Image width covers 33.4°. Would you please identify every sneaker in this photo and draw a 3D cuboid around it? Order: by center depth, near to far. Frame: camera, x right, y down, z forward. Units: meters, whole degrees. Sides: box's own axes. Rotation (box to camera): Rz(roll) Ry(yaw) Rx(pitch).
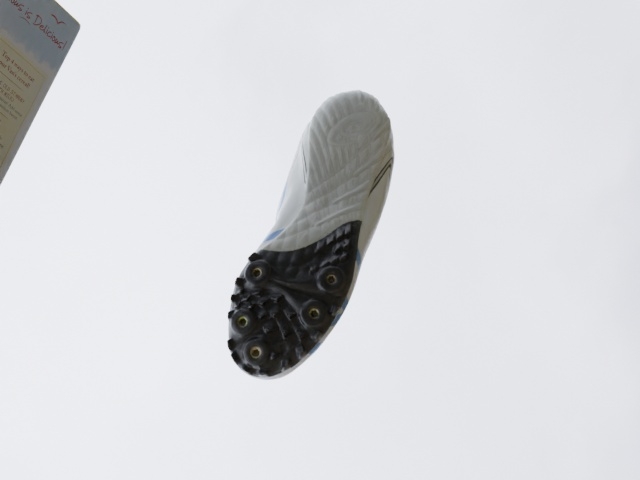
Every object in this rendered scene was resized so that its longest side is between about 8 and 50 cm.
[{"bbox_3d":[0.000,0.000,0.790,0.086,0.085,0.237,76,-148,-61],"label":"sneaker"}]

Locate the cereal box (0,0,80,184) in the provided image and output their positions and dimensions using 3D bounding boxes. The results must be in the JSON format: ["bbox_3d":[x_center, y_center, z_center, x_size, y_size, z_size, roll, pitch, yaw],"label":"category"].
[{"bbox_3d":[-0.267,-0.091,0.674,0.173,0.047,0.240,45,-120,-49],"label":"cereal box"}]
